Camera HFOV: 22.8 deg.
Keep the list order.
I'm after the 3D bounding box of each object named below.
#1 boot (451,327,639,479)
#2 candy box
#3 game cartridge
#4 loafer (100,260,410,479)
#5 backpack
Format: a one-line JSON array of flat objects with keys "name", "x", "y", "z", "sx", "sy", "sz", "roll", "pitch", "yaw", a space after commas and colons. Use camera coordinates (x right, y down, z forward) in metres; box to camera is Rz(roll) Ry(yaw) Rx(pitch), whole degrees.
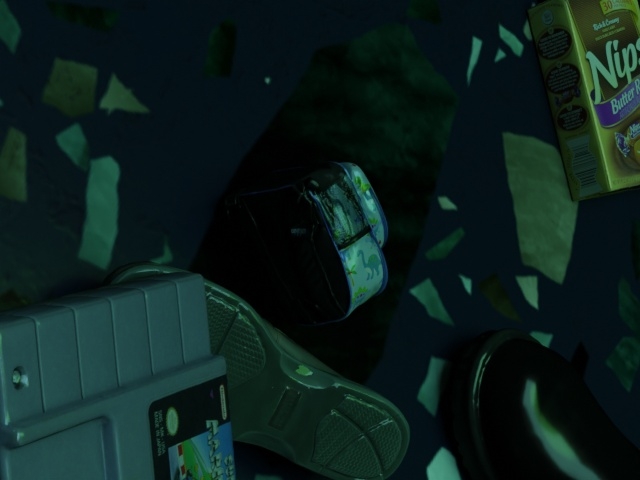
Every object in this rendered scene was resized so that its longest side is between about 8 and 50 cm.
[{"name": "boot", "x": 0.283, "y": 0.204, "z": 1.275, "sx": 0.131, "sy": 0.260, "sz": 0.348, "roll": -45, "pitch": 109, "yaw": -39}, {"name": "candy box", "x": 0.266, "y": -0.137, "z": 1.486, "sx": 0.109, "sy": 0.053, "sz": 0.187, "roll": -12, "pitch": 85, "yaw": -41}, {"name": "game cartridge", "x": -0.125, "y": 0.207, "z": 0.979, "sx": 0.230, "sy": 0.068, "sz": 0.355, "roll": -13, "pitch": 100, "yaw": -57}, {"name": "loafer", "x": -0.057, "y": 0.096, "z": 1.151, "sx": 0.267, "sy": 0.084, "sz": 0.096, "roll": 34, "pitch": 90, "yaw": -25}, {"name": "backpack", "x": 0.000, "y": 0.000, "z": 1.191, "sx": 0.084, "sy": 0.105, "sz": 0.114, "roll": -32, "pitch": 105, "yaw": -39}]
